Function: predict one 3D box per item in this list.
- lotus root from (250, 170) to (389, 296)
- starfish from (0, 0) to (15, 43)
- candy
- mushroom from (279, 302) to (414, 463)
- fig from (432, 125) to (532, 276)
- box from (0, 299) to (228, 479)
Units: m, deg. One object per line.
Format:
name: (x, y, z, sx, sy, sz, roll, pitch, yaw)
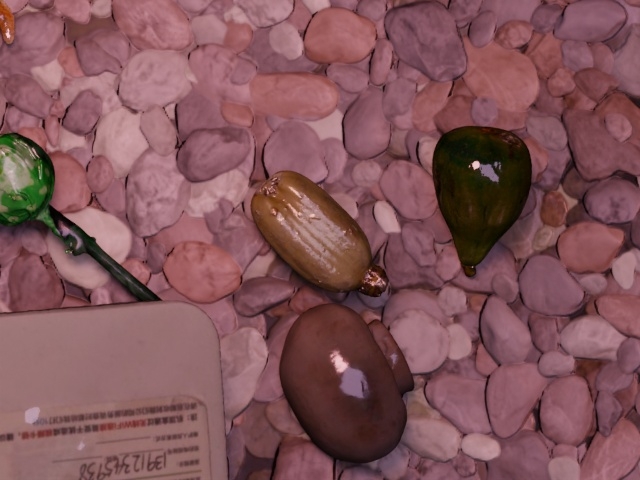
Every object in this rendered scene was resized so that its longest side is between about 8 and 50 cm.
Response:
lotus root: (0.000, 0.000, 1.944, 0.183, 0.077, 0.090, 41, 83, -7)
starfish: (-0.465, -0.298, 1.837, 0.299, 0.060, 0.302, -42, 99, -18)
candy: (-0.255, 0.008, 1.875, 0.323, 0.097, 0.097, 43, 75, -17)
mushroom: (0.036, 0.164, 1.934, 0.141, 0.117, 0.188, -28, 99, -6)
fig: (0.185, -0.043, 1.998, 0.117, 0.117, 0.178, 3, 95, -17)
box: (-0.288, 0.268, 1.797, 0.396, 0.111, 0.397, -3, 91, -23)
